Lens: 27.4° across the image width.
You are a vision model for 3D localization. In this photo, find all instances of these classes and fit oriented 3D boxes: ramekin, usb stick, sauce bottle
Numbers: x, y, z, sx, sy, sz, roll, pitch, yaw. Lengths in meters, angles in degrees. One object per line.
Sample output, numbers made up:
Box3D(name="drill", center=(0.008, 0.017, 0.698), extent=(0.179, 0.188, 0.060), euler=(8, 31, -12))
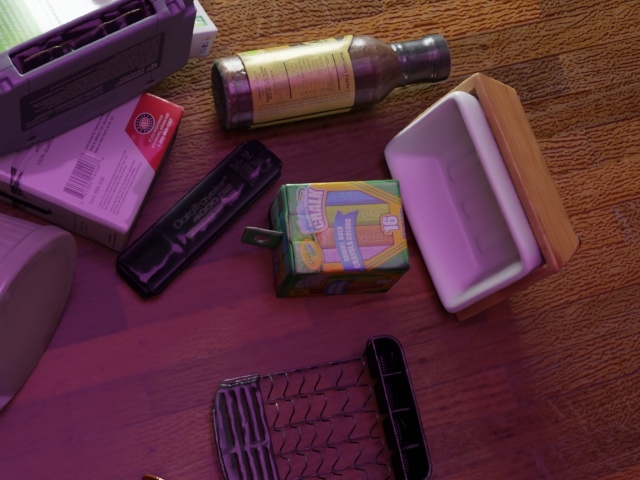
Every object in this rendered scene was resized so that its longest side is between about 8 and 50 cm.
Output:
Box3D(name="ramekin", center=(-0.424, 0.086, 1.625), extent=(0.127, 0.273, 0.273), euler=(25, 70, 7))
Box3D(name="usb stick", center=(-0.167, -0.033, 1.823), extent=(0.077, 0.045, 0.278), euler=(42, 70, 9))
Box3D(name="sauce bottle", center=(0.018, -0.236, 1.889), extent=(0.344, 0.111, 0.111), euler=(-11, 77, -17))

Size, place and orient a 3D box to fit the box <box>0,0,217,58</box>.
Box3D(name="box", center=(-0.332, -0.327, 1.787), extent=(0.322, 0.058, 0.232), euler=(-14, 59, -34))

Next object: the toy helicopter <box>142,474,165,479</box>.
Box3D(name="toy helicopter", center=(-0.128, 0.431, 1.676), extent=(0.355, 0.140, 0.235), euler=(15, 62, -19))

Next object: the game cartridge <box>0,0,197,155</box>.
Box3D(name="game cartridge", center=(-0.297, -0.211, 1.641), extent=(0.297, 0.198, 0.062), euler=(-29, 82, -20))

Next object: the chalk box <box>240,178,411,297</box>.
Box3D(name="chalk box", center=(0.000, 0.000, 1.804), extent=(0.213, 0.132, 0.132), euler=(-4, 75, -12))

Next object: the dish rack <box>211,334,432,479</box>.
Box3D(name="dish rack", center=(-0.004, 0.254, 1.761), extent=(0.271, 0.074, 0.208), euler=(-10, 76, -15))

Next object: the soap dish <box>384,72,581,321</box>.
Box3D(name="soap dish", center=(0.224, -0.059, 1.829), extent=(0.118, 0.229, 0.291), euler=(-13, 77, -34))

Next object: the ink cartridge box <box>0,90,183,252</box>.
Box3D(name="ink cartridge box", center=(-0.350, -0.134, 1.774), extent=(0.273, 0.114, 0.197), euler=(24, 71, -5))
